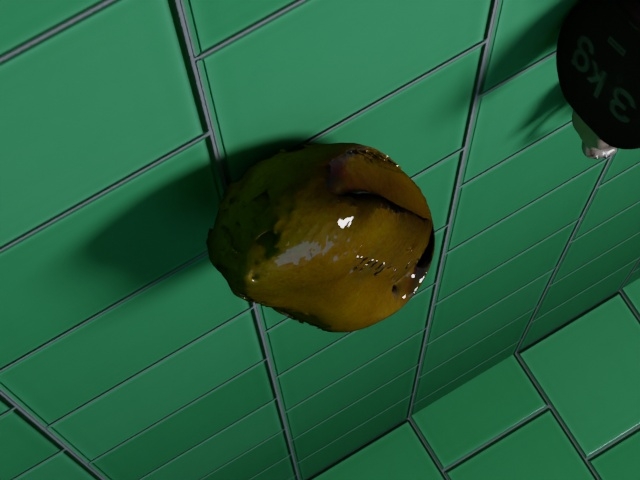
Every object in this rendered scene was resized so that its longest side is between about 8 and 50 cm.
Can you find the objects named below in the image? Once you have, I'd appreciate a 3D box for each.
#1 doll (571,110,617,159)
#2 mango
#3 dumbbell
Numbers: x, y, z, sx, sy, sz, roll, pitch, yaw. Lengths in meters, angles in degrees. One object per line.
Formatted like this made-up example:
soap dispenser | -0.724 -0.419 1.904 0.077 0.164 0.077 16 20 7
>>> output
doll | 0.383 -0.163 1.481 0.278 0.119 0.154 -24 161 -13
mango | 0.000 0.000 1.174 0.151 0.156 0.249 0 -178 27
dumbbell | 0.327 -0.174 1.286 0.225 0.140 0.124 -22 152 -29
